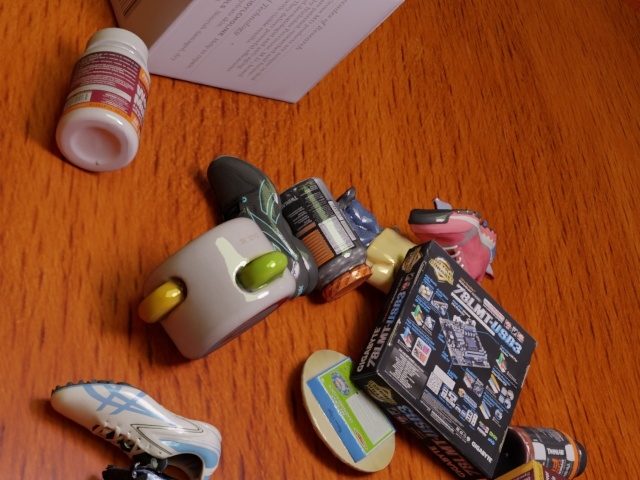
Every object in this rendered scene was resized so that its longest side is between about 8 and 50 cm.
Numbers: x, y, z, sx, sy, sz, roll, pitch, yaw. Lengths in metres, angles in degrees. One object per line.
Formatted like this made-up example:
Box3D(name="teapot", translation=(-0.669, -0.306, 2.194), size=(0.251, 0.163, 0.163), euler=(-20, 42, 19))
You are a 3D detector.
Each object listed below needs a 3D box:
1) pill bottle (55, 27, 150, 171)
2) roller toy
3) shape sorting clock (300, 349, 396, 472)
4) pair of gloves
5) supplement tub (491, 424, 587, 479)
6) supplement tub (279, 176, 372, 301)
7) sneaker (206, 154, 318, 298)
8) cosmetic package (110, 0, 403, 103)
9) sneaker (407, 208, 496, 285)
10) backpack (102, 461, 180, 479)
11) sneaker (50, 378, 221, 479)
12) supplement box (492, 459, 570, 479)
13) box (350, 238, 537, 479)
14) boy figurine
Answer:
Box3D(name="pill bottle", translation=(-0.325, -0.219, 1.579), size=(0.121, 0.121, 0.221), euler=(29, 41, -27))
Box3D(name="roller toy", translation=(-0.148, 0.064, 1.460), size=(0.146, 0.209, 0.191), euler=(55, -3, 6))
Box3D(name="shape sorting clock", translation=(0.042, 0.264, 1.606), size=(0.206, 0.040, 0.206), euler=(41, 28, -28))
Box3D(name="pair of gloves", translation=(0.295, -0.009, 2.131), size=(0.198, 0.023, 0.159), euler=(26, 42, -30))
Box3D(name="supplement tub", translation=(0.382, 0.378, 1.809), size=(0.198, 0.106, 0.106), euler=(11, 51, -40))
Box3D(name="supplement tub", translation=(0.000, 0.000, 1.732), size=(0.117, 0.117, 0.190), euler=(-18, 73, -52))
Box3D(name="sneaker", translation=(-0.105, -0.020, 1.654), size=(0.267, 0.101, 0.106), euler=(55, 39, 7))
Box3D(name="cosmetic package", translation=(-0.135, -0.491, 1.847), size=(0.394, 0.327, 0.329), euler=(3, 56, -46))
Box3D(name="sneaker", translation=(0.253, 0.023, 1.925), size=(0.314, 0.116, 0.136), euler=(24, 70, -60))
Box3D(name="backpack", translation=(-0.204, 0.325, 1.245), size=(0.114, 0.105, 0.084), euler=(29, 63, -28))
Box3D(name="sneaker", translation=(-0.230, 0.242, 1.306), size=(0.237, 0.085, 0.086), euler=(27, 49, -23))
Box3D(name="supplement box", translation=(0.371, 0.495, 1.673), size=(0.194, 0.129, 0.191), euler=(31, 40, -25))
Box3D(name="box", translation=(0.216, 0.200, 1.735), size=(0.295, 0.073, 0.293), euler=(43, 50, -21))
Box3D(name="boy figurine", translation=(0.119, 0.033, 1.851), size=(0.285, 0.092, 0.177), euler=(47, 35, -6))
